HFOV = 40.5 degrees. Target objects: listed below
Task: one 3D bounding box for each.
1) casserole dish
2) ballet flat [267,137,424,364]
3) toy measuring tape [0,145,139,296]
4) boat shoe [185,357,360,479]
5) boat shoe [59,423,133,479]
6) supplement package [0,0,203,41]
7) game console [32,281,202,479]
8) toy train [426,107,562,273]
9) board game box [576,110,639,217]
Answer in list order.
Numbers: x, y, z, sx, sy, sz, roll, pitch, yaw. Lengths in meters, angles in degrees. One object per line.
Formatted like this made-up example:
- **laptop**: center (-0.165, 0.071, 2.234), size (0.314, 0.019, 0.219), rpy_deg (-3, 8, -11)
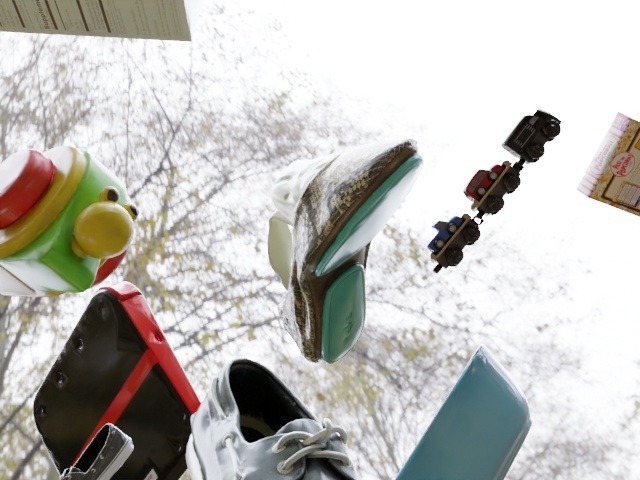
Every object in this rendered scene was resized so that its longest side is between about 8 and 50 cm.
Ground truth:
- **casserole dish**: center (0.030, 0.122, 0.339), size (0.037, 0.188, 0.114), rpy_deg (32, -39, 12)
- **ballet flat**: center (0.000, 0.000, 1.207), size (0.164, 0.182, 0.482), rpy_deg (-37, -23, -30)
- **toy measuring tape**: center (-0.252, -0.016, 0.727), size (0.121, 0.330, 0.121), rpy_deg (2, -92, -46)
- **boat shoe**: center (-0.030, 0.173, 0.659), size (0.116, 0.319, 0.099), rpy_deg (14, -86, -22)
- **boat shoe**: center (-0.266, 0.265, 0.959), size (0.142, 0.049, 0.040), rpy_deg (-51, -60, -33)
- **supplement package**: center (-0.252, -0.309, 0.920), size (0.244, 0.139, 0.133), rpy_deg (4, -36, 4)
- **game console**: center (-0.345, 0.299, 1.462), size (0.060, 0.342, 0.386), rpy_deg (-6, -40, -49)
- **toy train**: center (0.134, -0.041, 0.692), size (0.036, 0.027, 0.158), rpy_deg (38, -93, 6)
- **board game box**: center (0.547, -0.113, 1.453), size (0.194, 0.045, 0.146), rpy_deg (18, -72, -21)
